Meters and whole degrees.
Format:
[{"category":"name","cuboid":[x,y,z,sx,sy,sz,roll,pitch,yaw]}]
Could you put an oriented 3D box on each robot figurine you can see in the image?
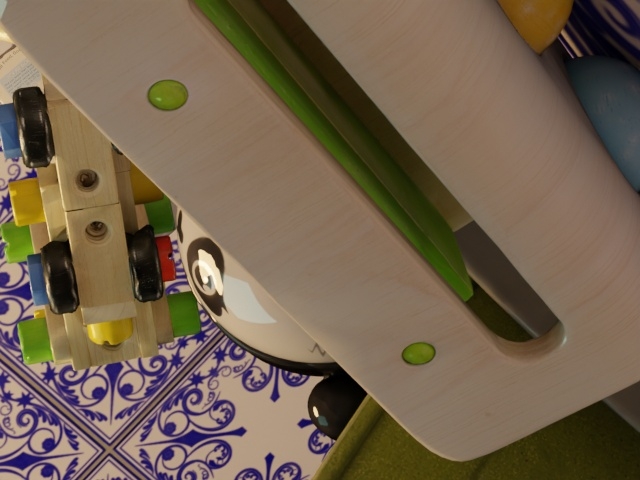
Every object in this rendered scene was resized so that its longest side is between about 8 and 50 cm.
[{"category":"robot figurine","cuboid":[-0.003,-0.002,1.157,0.209,0.173,0.278,42,176,6]}]

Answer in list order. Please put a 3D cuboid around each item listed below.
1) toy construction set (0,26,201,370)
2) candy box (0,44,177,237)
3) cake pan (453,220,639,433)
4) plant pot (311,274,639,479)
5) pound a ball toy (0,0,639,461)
[{"category":"toy construction set","cuboid":[-0.166,-0.052,1.202,0.215,0.151,0.328,-114,2,-62]},{"category":"candy box","cuboid":[-0.207,-0.090,1.703,0.196,0.070,0.165,51,-176,6]},{"category":"cake pan","cuboid":[0.134,0.021,0.887,0.293,0.054,0.293,44,176,4]},{"category":"plant pot","cuboid":[0.163,0.246,1.147,0.353,0.366,0.366,32,174,11]},{"category":"pound a ball toy","cuboid":[0.003,-0.103,0.624,0.319,0.135,0.208,47,-160,-39]}]
